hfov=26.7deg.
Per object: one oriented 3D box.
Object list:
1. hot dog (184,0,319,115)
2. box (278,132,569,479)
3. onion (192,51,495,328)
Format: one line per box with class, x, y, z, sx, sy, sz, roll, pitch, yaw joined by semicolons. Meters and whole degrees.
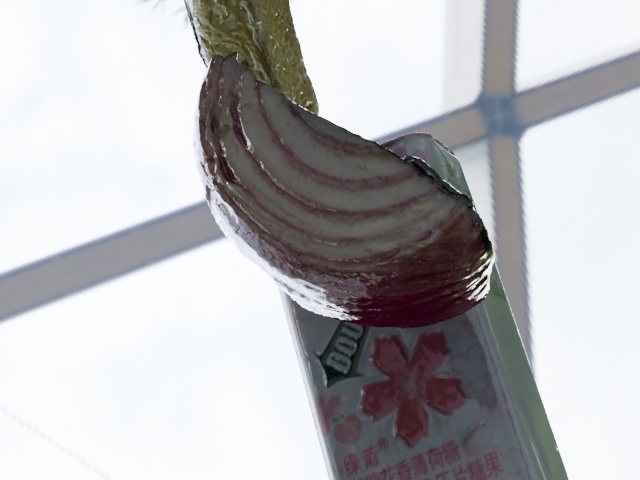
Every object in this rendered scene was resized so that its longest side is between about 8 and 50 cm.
hot dog;-0.065;-0.183;1.129;0.084;0.073;0.242;-56;-42;-49
box;0.078;0.108;1.164;0.112;0.190;0.370;28;-140;-54
onion;0.000;0.000;1.019;0.250;0.247;0.111;30;-108;15
